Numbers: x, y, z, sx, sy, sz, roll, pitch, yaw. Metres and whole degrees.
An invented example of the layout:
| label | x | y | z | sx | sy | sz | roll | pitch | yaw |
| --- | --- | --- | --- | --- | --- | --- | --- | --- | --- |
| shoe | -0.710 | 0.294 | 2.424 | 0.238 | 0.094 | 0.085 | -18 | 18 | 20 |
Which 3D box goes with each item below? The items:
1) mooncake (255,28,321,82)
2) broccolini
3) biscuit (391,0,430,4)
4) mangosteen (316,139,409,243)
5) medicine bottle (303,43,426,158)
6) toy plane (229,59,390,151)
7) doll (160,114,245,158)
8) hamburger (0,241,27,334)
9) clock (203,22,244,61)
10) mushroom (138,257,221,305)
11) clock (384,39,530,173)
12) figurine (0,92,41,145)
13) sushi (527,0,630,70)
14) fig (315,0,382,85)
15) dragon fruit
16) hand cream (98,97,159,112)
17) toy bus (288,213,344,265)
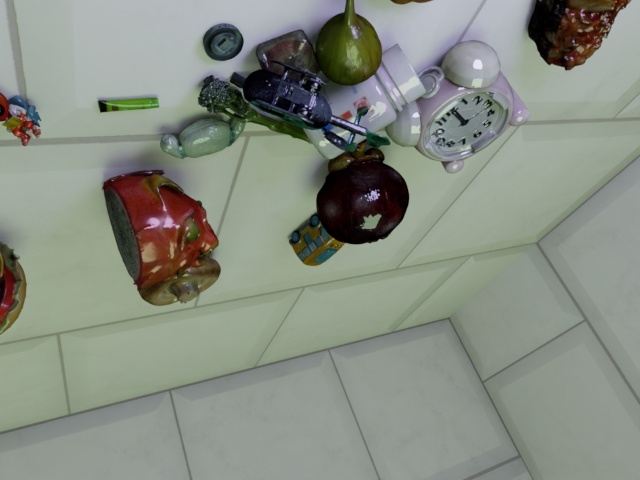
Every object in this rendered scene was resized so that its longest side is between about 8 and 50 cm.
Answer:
| label | x | y | z | sx | sy | sz | roll | pitch | yaw |
| --- | --- | --- | --- | --- | --- | --- | --- | --- | --- |
| mooncake | -0.070 | -0.392 | 1.159 | 0.125 | 0.073 | 0.130 | -25 | 152 | 8 |
| broccolini | -0.128 | -0.300 | 1.282 | 0.392 | 0.074 | 0.078 | 7 | 124 | -49 |
| biscuit | 0.211 | -0.608 | 0.977 | 0.382 | 0.074 | 0.359 | -10 | 154 | -29 |
| mangosteen | 0.117 | -0.130 | 1.599 | 0.297 | 0.293 | 0.297 | -44 | -171 | 9 |
| medicine bottle | 0.096 | -0.337 | 1.282 | 0.293 | 0.170 | 0.170 | -30 | 153 | 15 |
| toy plane | -0.020 | -0.281 | 1.141 | 0.382 | 0.106 | 0.155 | 18 | 174 | -8 |
| doll | -0.277 | -0.244 | 1.266 | 0.214 | 0.071 | 0.103 | -24 | 151 | -20 |
| hamburger | -0.851 | 0.124 | 1.283 | 0.275 | 0.274 | 0.212 | -28 | 155 | 9 |
| clock | -0.200 | -0.407 | 1.085 | 0.085 | 0.017 | 0.085 | -18 | 154 | -9 |
| mushroom | -0.465 | 0.134 | 1.751 | 0.279 | 0.145 | 0.278 | -24 | 164 | -7 |
| clock | 0.373 | -0.362 | 1.458 | 0.342 | 0.183 | 0.326 | -43 | 144 | 25 |
| figurine | -0.606 | -0.248 | 1.002 | 0.068 | 0.075 | 0.140 | -30 | 143 | 17 |
| sushi | 0.635 | -0.576 | 1.256 | 0.197 | 0.181 | 0.343 | -27 | 157 | -7 |
| fig | 0.071 | -0.427 | 1.074 | 0.152 | 0.151 | 0.259 | -16 | 166 | -13 |
| dragon fruit | -0.397 | -0.037 | 1.343 | 0.226 | 0.305 | 0.305 | -18 | 154 | -28 |
| hand cream | -0.410 | -0.292 | 1.131 | 0.122 | 0.023 | 0.036 | -9 | 154 | -19 |
| toy bus | 0.000 | 0.000 | 1.877 | 0.209 | 0.136 | 0.126 | -41 | 149 | 29 |
